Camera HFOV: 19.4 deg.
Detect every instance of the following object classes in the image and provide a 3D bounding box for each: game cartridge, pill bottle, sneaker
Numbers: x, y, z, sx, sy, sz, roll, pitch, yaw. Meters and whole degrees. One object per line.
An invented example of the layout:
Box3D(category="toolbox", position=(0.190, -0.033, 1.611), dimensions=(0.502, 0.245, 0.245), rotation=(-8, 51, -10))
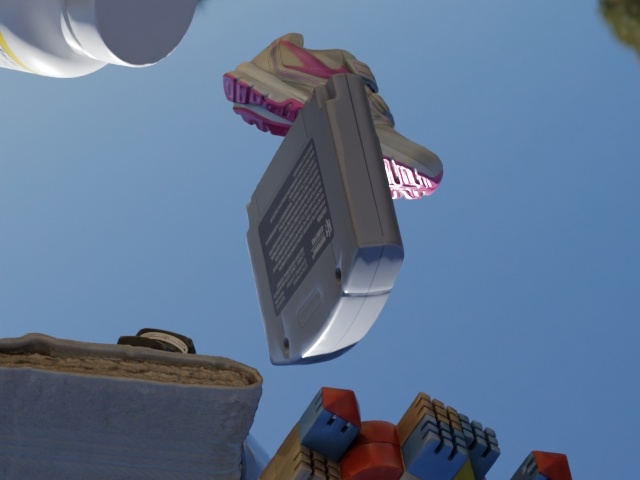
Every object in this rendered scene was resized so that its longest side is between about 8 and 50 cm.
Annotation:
Box3D(category="game cartridge", position=(0.000, 0.000, 1.722), dimensions=(0.060, 0.196, 0.294), rotation=(-1, 157, -18))
Box3D(category="pill bottle", position=(-0.283, -0.255, 1.760), dimensions=(0.334, 0.188, 0.188), rotation=(14, -146, 35))
Box3D(category="sneaker", position=(0.027, -0.139, 1.955), dimensions=(0.111, 0.252, 0.103), rotation=(-54, 170, -21))

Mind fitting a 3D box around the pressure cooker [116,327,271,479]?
Box3D(category="pressure cooker", position=(-0.254, 0.344, 2.564), dimensions=(0.376, 0.370, 0.420), rotation=(-29, 155, 0))

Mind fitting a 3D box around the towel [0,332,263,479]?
Box3D(category="towel", position=(-0.199, 0.163, 1.538), dimensions=(0.282, 0.187, 0.049), rotation=(7, -142, -8))

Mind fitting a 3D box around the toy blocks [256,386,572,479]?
Box3D(category="toy blocks", position=(0.092, 0.287, 2.001), dimensions=(0.261, 0.381, 0.190), rotation=(-57, -165, 19))
